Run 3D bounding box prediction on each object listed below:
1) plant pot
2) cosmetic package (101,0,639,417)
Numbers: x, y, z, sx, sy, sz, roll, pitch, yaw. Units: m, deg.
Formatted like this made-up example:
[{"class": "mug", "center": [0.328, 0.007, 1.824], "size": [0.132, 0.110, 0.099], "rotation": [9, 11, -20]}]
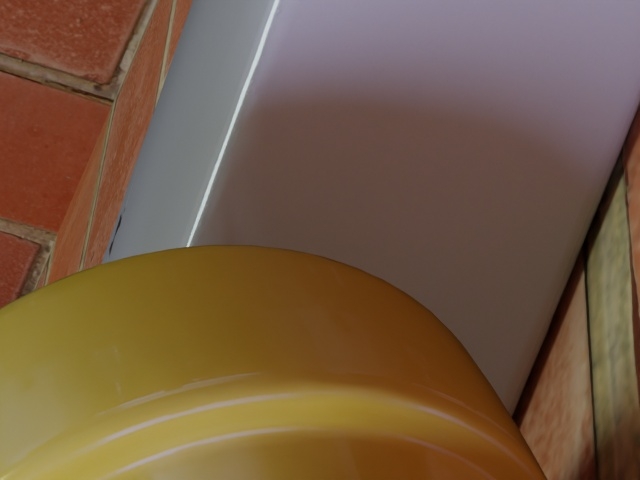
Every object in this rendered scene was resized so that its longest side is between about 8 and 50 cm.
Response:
[{"class": "plant pot", "center": [-0.019, 0.169, 0.556], "size": [0.254, 0.254, 0.239], "rotation": [-66, 29, 25]}, {"class": "cosmetic package", "center": [0.000, 0.000, 0.821], "size": [0.230, 0.161, 0.453], "rotation": [-119, 49, -72]}]
